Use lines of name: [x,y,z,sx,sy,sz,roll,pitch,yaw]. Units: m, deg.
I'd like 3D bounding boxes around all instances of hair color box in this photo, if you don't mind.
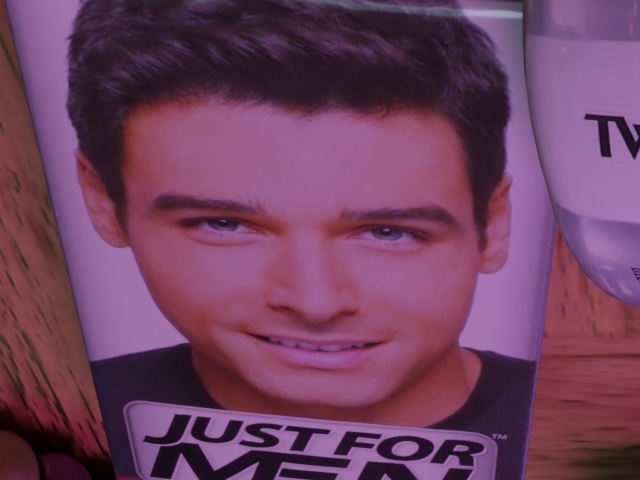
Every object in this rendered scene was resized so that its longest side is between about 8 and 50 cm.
hair color box: [0.000,0.000,0.685,0.185,0.113,0.374,5,140,6]

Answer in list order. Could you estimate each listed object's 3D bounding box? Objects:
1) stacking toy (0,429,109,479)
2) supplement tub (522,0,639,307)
stacking toy: [-0.064,0.221,0.963,0.330,0.141,0.141,22,140,-21]
supplement tub: [0.231,-0.057,0.447,0.316,0.193,0.193,7,145,32]
